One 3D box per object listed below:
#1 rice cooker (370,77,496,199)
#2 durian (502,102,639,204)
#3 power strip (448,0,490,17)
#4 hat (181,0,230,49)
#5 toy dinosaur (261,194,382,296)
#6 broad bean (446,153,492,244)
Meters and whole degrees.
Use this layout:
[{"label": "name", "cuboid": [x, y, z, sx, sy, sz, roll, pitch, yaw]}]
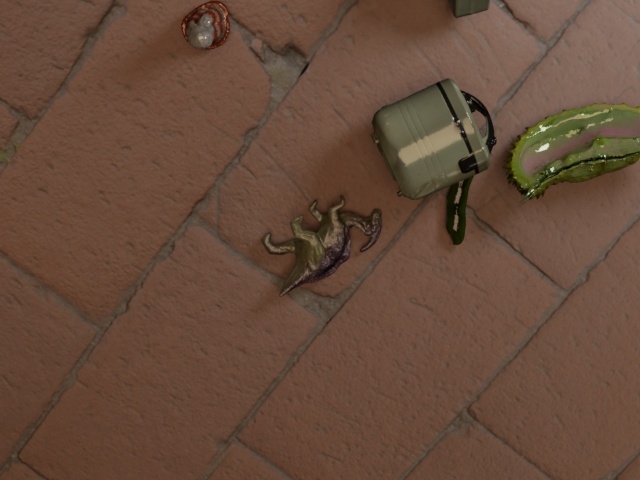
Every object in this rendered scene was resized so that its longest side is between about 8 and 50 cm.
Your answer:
[{"label": "rice cooker", "cuboid": [0.240, -0.214, 1.750, 0.244, 0.226, 0.226, -27, 102, 10]}, {"label": "durian", "cuboid": [0.557, -0.196, 1.758, 0.352, 0.169, 0.158, -16, 104, 7]}, {"label": "power strip", "cuboid": [0.289, -0.611, 1.644, 0.141, 0.229, 0.261, -15, 69, 2]}, {"label": "hat", "cuboid": [-0.243, -0.440, 1.734, 0.112, 0.162, 0.093, -32, 104, 14]}, {"label": "toy dinosaur", "cuboid": [0.002, 0.001, 1.881, 0.294, 0.077, 0.162, -34, 101, 10]}, {"label": "broad bean", "cuboid": [0.320, -0.099, 1.862, 0.069, 0.039, 0.226, 15, 104, -8]}]
